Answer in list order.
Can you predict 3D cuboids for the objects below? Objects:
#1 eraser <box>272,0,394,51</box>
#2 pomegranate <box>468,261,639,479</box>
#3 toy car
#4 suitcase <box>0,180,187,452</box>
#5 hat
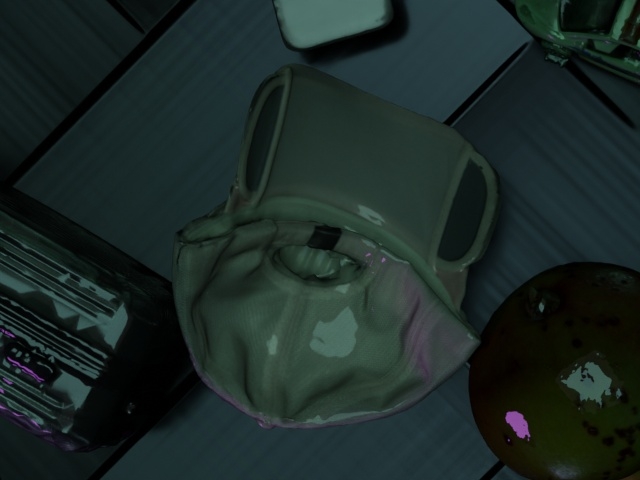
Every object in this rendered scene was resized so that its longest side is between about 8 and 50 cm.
[{"bbox_3d":[-0.027,-0.309,1.330,0.089,0.061,0.352,-15,87,5],"label":"eraser"},{"bbox_3d":[0.191,0.109,1.255,0.159,0.159,0.205,-31,107,3],"label":"pomegranate"},{"bbox_3d":[0.225,-0.152,1.301,0.186,0.058,0.093,24,92,6],"label":"toy car"},{"bbox_3d":[-0.239,0.022,1.264,0.312,0.202,0.128,30,91,6],"label":"suitcase"},{"bbox_3d":[0.000,0.000,1.286,0.219,0.226,0.164,23,131,-14],"label":"hat"}]
